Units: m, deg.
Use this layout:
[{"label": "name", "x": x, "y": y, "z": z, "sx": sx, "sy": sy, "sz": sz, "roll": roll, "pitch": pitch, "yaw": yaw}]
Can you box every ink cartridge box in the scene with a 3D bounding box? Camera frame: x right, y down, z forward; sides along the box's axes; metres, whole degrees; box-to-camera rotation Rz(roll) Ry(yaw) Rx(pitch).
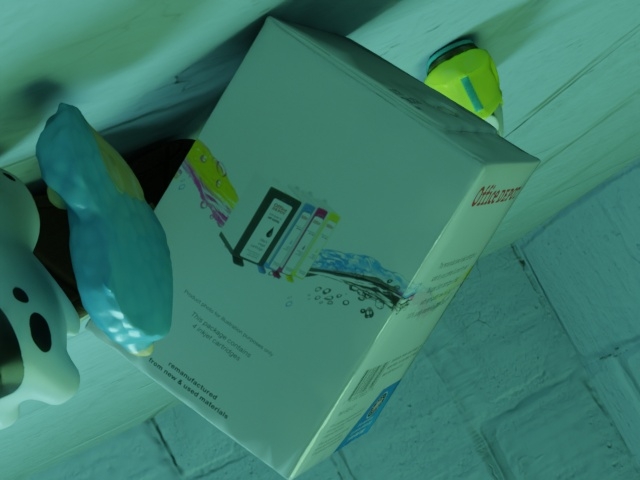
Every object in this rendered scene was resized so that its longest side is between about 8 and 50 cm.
[{"label": "ink cartridge box", "x": 0.000, "y": 0.000, "z": 1.042, "sx": 0.233, "sy": 0.168, "sz": 0.171, "roll": -58, "pitch": 166, "yaw": 12}]

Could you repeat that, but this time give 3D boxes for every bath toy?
[{"label": "bath toy", "x": -0.262, "y": 0.051, "z": 0.919, "sx": 0.348, "sy": 0.151, "sz": 0.129, "roll": -27, "pitch": 135, "yaw": 8}]

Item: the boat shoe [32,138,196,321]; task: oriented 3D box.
[{"label": "boat shoe", "x": -0.176, "y": 0.013, "z": 1.099, "sx": 0.257, "sy": 0.095, "sz": 0.095, "roll": -23, "pitch": 177, "yaw": -38}]

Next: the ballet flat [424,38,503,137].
[{"label": "ballet flat", "x": 0.128, "y": -0.113, "z": 1.406, "sx": 0.077, "sy": 0.077, "sz": 0.231, "roll": -29, "pitch": 173, "yaw": 3}]
